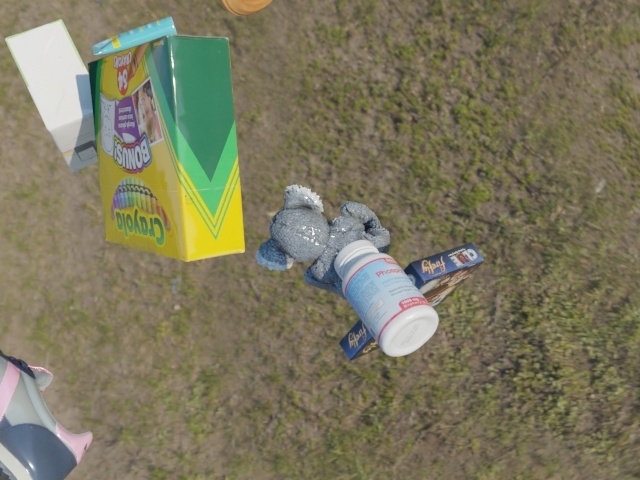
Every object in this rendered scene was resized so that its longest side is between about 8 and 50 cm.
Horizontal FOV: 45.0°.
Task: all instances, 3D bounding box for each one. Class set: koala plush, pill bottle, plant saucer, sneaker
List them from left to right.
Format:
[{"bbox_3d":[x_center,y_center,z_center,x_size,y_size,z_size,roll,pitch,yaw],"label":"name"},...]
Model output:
[{"bbox_3d":[-0.416,0.175,0.965,0.319,0.131,0.112,53,136,5],"label":"sneaker"},{"bbox_3d":[-0.140,-0.578,1.676,0.037,0.200,0.200,38,103,26],"label":"plant saucer"},{"bbox_3d":[0.000,0.000,1.474,0.196,0.221,0.203,-60,22,6],"label":"koala plush"},{"bbox_3d":[0.084,0.074,1.057,0.087,0.087,0.160,-49,50,16],"label":"pill bottle"}]

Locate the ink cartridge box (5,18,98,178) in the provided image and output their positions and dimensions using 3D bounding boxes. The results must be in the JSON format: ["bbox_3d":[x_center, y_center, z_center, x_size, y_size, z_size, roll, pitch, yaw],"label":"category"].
[{"bbox_3d":[-0.525,-0.279,1.617,0.119,0.353,0.207,-26,84,-13],"label":"ink cartridge box"}]

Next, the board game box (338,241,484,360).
[{"bbox_3d":[0.154,0.106,1.327,0.042,0.165,0.243,55,135,20],"label":"board game box"}]

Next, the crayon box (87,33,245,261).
[{"bbox_3d":[-0.257,-0.144,1.232,0.363,0.106,0.313,9,103,57],"label":"crayon box"}]

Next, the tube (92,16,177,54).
[{"bbox_3d":[-0.458,-0.496,1.899,0.207,0.052,0.080,-20,27,-9],"label":"tube"}]
